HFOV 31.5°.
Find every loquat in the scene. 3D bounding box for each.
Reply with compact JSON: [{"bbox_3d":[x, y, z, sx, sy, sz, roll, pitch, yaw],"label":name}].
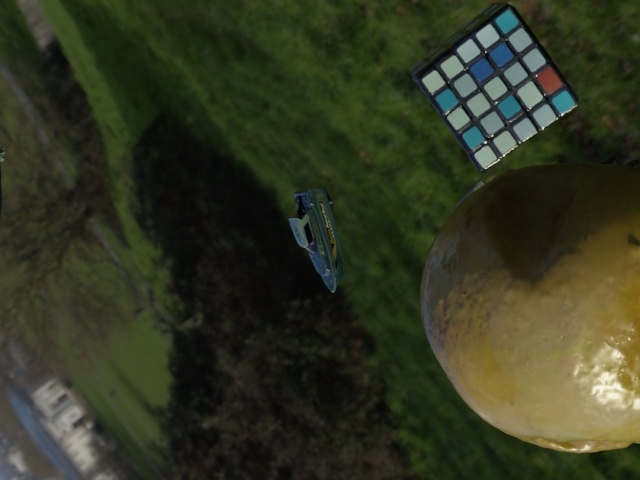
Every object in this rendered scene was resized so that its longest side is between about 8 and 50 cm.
[{"bbox_3d":[0.171,0.037,0.756,0.213,0.213,0.213,45,160,21],"label":"loquat"}]

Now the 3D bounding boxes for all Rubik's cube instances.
[{"bbox_3d":[0.260,-0.239,1.736,0.187,0.184,0.182,53,-170,-9],"label":"Rubik's cube"}]

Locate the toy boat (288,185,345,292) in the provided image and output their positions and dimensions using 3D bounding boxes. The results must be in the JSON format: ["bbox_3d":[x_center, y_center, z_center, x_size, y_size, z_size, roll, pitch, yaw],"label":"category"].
[{"bbox_3d":[0.000,0.000,1.485,0.055,0.060,0.141,-2,105,68],"label":"toy boat"}]

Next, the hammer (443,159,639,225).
[{"bbox_3d":[0.189,-0.032,1.000,0.029,0.103,0.246,38,148,-19],"label":"hammer"}]

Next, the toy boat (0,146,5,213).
[{"bbox_3d":[-0.381,-0.024,1.243,0.291,0.067,0.221,-127,48,-72],"label":"toy boat"}]
